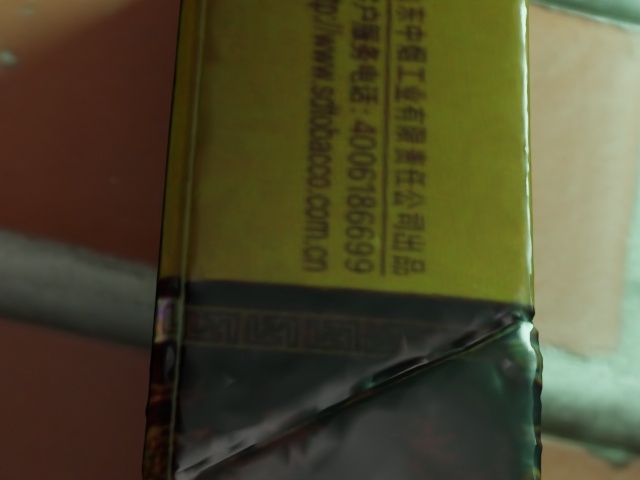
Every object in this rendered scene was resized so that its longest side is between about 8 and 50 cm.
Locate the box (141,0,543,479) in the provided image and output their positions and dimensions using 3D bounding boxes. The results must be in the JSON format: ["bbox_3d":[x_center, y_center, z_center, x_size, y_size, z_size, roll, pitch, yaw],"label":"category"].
[{"bbox_3d":[-0.001,0.000,0.650,0.116,0.264,0.415,4,62,-5],"label":"box"}]
